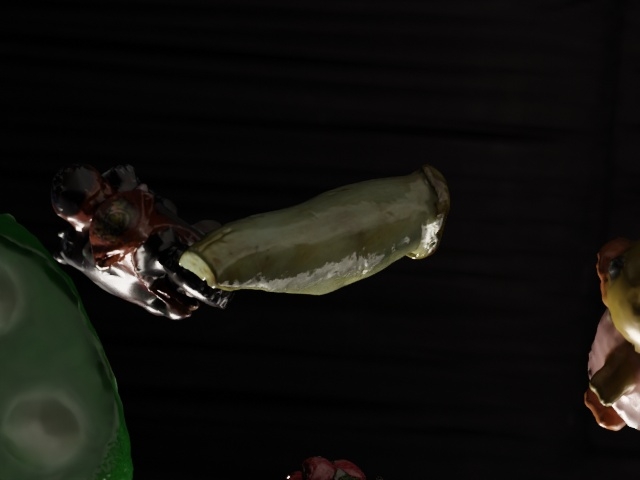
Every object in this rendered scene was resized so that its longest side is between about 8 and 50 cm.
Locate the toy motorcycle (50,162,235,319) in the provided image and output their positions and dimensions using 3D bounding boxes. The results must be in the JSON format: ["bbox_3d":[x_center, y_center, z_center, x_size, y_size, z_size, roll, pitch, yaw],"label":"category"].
[{"bbox_3d":[-0.213,-0.010,1.888,0.134,0.207,0.401,-57,14,-3],"label":"toy motorcycle"}]

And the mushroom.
[{"bbox_3d":[0.000,0.003,1.697,0.333,0.087,0.107,-20,-46,-42],"label":"mushroom"}]

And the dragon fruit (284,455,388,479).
[{"bbox_3d":[0.012,0.317,1.680,0.273,0.198,0.218,5,-93,-76],"label":"dragon fruit"}]

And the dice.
[{"bbox_3d":[-0.347,0.160,1.474,0.287,0.297,0.300,-38,75,55],"label":"dice"}]

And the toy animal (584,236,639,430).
[{"bbox_3d":[0.380,0.095,1.953,0.195,0.169,0.281,-40,-38,-31],"label":"toy animal"}]
